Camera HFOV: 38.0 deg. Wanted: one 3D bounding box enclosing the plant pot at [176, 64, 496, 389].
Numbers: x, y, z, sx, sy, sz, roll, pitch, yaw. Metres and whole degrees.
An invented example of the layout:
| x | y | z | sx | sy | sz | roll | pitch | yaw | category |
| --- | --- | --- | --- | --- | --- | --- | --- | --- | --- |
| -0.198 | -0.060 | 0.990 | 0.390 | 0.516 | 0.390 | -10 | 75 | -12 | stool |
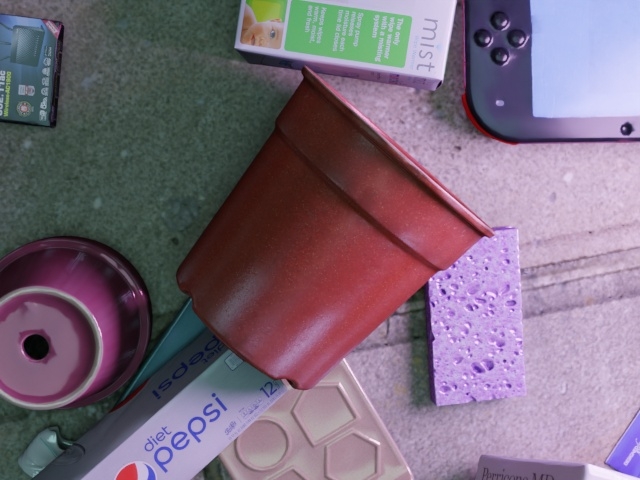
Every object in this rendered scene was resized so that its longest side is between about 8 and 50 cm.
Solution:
| x | y | z | sx | sy | sz | roll | pitch | yaw | category |
| --- | --- | --- | --- | --- | --- | --- | --- | --- | --- |
| 0.000 | 0.000 | 1.011 | 0.272 | 0.272 | 0.265 | 40 | 98 | -8 | plant pot |

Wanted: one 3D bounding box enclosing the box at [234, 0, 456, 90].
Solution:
| x | y | z | sx | sy | sz | roll | pitch | yaw | category |
| --- | --- | --- | --- | --- | --- | --- | --- | --- | --- |
| 0.043 | -0.315 | 1.030 | 0.231 | 0.127 | 0.262 | 10 | 94 | 4 | box |

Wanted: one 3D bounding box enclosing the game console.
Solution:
| x | y | z | sx | sy | sz | roll | pitch | yaw | category |
| --- | --- | --- | --- | --- | --- | --- | --- | --- | --- |
| 0.356 | -0.287 | 1.110 | 0.386 | 0.060 | 0.342 | -1 | 96 | -6 | game console |

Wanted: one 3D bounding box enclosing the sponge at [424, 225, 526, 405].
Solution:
| x | y | z | sx | sy | sz | roll | pitch | yaw | category |
| --- | --- | --- | --- | --- | --- | --- | --- | --- | --- |
| 0.188 | 0.092 | 1.141 | 0.117 | 0.031 | 0.210 | -5 | 96 | -5 | sponge |

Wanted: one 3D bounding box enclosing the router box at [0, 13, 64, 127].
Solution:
| x | y | z | sx | sy | sz | roll | pitch | yaw | category |
| --- | --- | --- | --- | --- | --- | --- | --- | --- | --- |
| -0.345 | -0.194 | 1.057 | 0.092 | 0.038 | 0.123 | 5 | 95 | -6 | router box |

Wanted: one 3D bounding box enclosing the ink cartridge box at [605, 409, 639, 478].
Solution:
| x | y | z | sx | sy | sz | roll | pitch | yaw | category |
| --- | --- | --- | --- | --- | --- | --- | --- | --- | --- |
| 0.505 | 0.257 | 1.183 | 0.208 | 0.045 | 0.206 | 32 | 92 | -6 | ink cartridge box |

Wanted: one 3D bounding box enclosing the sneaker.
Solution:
| x | y | z | sx | sy | sz | roll | pitch | yaw | category |
| --- | --- | --- | --- | --- | --- | --- | --- | --- | --- |
| -0.280 | 0.278 | 1.101 | 0.152 | 0.053 | 0.061 | 35 | 88 | -7 | sneaker |

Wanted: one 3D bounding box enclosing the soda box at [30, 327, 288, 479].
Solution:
| x | y | z | sx | sy | sz | roll | pitch | yaw | category |
| --- | --- | --- | --- | --- | --- | --- | --- | --- | --- |
| -0.181 | 0.219 | 1.046 | 0.286 | 0.098 | 0.091 | -41 | 112 | -13 | soda box |

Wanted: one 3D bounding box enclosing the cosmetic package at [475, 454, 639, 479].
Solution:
| x | y | z | sx | sy | sz | roll | pitch | yaw | category |
| --- | --- | --- | --- | --- | --- | --- | --- | --- | --- |
| 0.248 | 0.479 | 1.010 | 0.161 | 0.230 | 0.454 | 19 | 74 | -16 | cosmetic package |

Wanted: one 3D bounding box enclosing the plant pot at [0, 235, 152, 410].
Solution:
| x | y | z | sx | sy | sz | roll | pitch | yaw | category |
| --- | --- | --- | --- | --- | --- | --- | --- | --- | --- |
| -0.291 | 0.100 | 1.019 | 0.201 | 0.180 | 0.202 | -1 | 96 | -6 | plant pot |

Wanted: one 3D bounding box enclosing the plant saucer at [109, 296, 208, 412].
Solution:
| x | y | z | sx | sy | sz | roll | pitch | yaw | category |
| --- | --- | --- | --- | --- | --- | --- | --- | --- | --- |
| -0.183 | 0.152 | 1.103 | 0.067 | 0.018 | 0.192 | 34 | 92 | -42 | plant saucer |

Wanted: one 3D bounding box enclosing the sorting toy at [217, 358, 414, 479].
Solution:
| x | y | z | sx | sy | sz | roll | pitch | yaw | category |
| --- | --- | --- | --- | --- | --- | --- | --- | --- | --- |
| -0.015 | 0.256 | 1.137 | 0.193 | 0.038 | 0.208 | -30 | 93 | -2 | sorting toy |
